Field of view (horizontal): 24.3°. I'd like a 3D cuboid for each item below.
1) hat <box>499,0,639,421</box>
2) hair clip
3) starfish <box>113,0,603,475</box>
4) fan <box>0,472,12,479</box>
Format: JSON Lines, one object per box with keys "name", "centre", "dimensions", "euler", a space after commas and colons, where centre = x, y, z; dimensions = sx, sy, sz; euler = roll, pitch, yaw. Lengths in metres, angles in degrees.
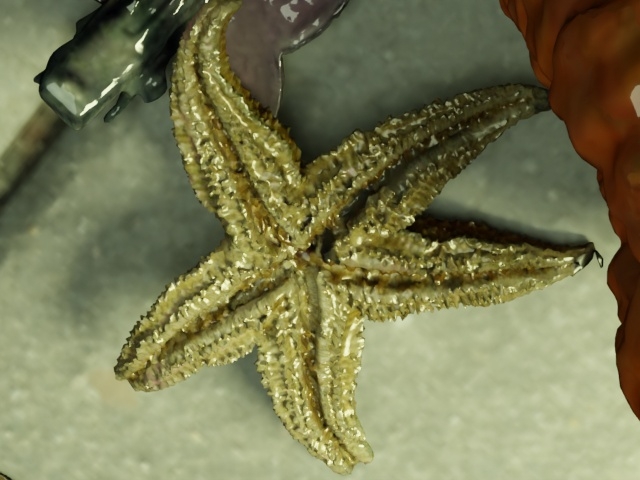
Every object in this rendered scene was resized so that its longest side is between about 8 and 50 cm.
{"name": "hat", "centre": [0.270, -0.059, 0.479], "dimensions": [0.400, 0.285, 0.285], "euler": [-14, 107, 4]}
{"name": "hair clip", "centre": [-0.051, -0.126, 0.619], "dimensions": [0.146, 0.056, 0.187], "euler": [38, 104, -3]}
{"name": "starfish", "centre": [0.000, -0.001, 0.645], "dimensions": [0.227, 0.043, 0.240], "euler": [-20, 121, 5]}
{"name": "fan", "centre": [-0.173, 0.231, 0.791], "dimensions": [0.152, 0.008, 0.226], "euler": [-25, 103, 18]}
